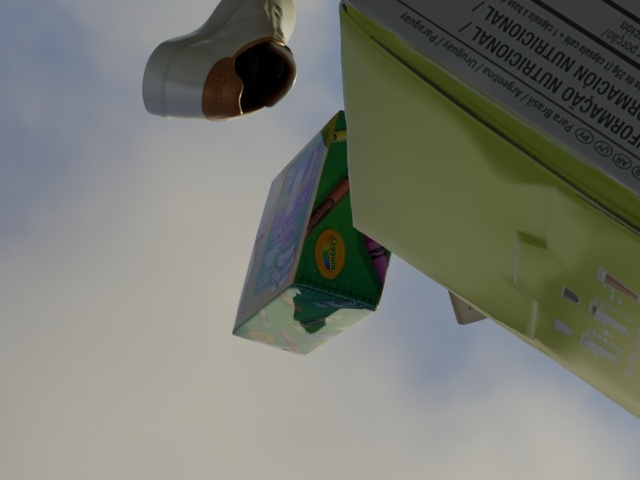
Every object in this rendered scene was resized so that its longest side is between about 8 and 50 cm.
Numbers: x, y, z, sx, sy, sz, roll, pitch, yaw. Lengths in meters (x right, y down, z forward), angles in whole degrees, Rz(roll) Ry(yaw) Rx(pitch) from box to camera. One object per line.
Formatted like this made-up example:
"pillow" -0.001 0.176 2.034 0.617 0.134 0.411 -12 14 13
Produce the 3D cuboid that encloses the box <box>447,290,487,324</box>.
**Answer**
"box" 0.129 -0.108 1.570 0.121 0.148 0.311 -87 -22 -75

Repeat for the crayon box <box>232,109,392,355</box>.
"crayon box" 0.000 0.000 1.828 0.081 0.165 0.278 17 165 -10

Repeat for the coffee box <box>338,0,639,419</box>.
"coffee box" 0.241 -0.094 1.142 0.338 0.334 0.337 35 166 13

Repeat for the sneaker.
"sneaker" -0.064 -0.178 1.994 0.123 0.106 0.290 11 -152 18
